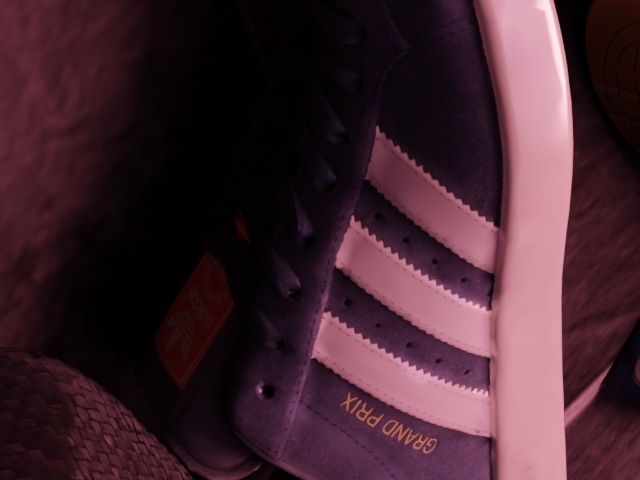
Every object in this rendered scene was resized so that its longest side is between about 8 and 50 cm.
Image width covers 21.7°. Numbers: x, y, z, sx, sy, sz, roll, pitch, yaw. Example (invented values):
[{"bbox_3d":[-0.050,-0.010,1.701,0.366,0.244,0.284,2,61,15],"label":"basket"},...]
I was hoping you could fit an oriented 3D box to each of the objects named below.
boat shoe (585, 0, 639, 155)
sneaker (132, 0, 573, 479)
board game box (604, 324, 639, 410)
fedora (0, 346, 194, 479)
[{"bbox_3d":[0.226,-0.057,0.794,0.302,0.109,0.098,39,79,-43],"label":"boat shoe"},{"bbox_3d":[0.000,0.000,0.588,0.148,0.131,0.350,-15,122,-10],"label":"sneaker"},{"bbox_3d":[0.275,0.001,0.967,0.165,0.042,0.243,19,103,-53],"label":"board game box"},{"bbox_3d":[-0.116,0.134,0.488,0.334,0.334,0.152,76,25,-47],"label":"fedora"}]
